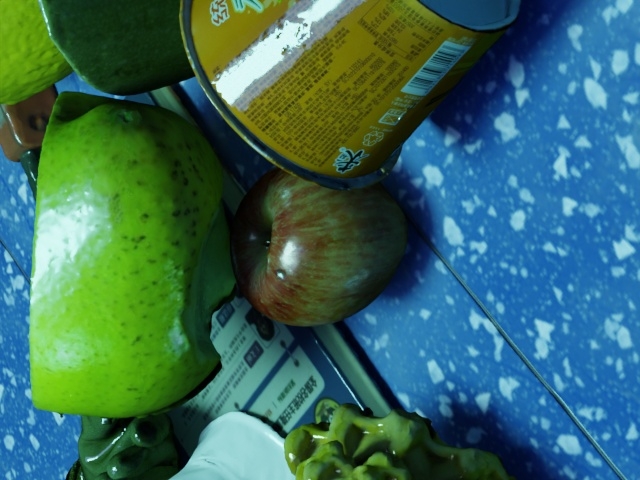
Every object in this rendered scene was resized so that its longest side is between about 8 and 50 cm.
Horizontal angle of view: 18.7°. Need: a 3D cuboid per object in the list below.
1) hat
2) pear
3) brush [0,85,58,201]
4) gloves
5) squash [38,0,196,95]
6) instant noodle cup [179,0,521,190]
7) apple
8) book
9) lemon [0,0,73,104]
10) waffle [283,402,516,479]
[{"bbox_3d":[-0.098,0.271,1.810,0.203,0.126,0.203,21,119,43],"label":"hat"},{"bbox_3d":[-0.156,-0.015,1.664,0.159,0.292,0.292,3,112,3],"label":"pear"},{"bbox_3d":[-0.326,-0.187,2.005,0.051,0.070,0.323,-27,80,48],"label":"brush"},{"bbox_3d":[-0.193,0.220,1.922,0.135,0.107,0.268,59,163,5],"label":"gloves"},{"bbox_3d":[-0.189,-0.215,1.692,0.189,0.260,0.189,21,120,40],"label":"squash"},{"bbox_3d":[0.031,-0.182,1.501,0.182,0.230,0.230,-40,73,38],"label":"instant noodle cup"},{"bbox_3d":[0.000,0.000,1.660,0.146,0.131,0.146,4,95,55],"label":"apple"},{"bbox_3d":[-0.110,0.088,1.879,0.428,0.039,0.300,55,138,18],"label":"book"},{"bbox_3d":[-0.324,-0.263,1.819,0.268,0.268,0.322,20,142,43],"label":"lemon"},{"bbox_3d":[0.059,0.300,1.646,0.261,0.151,0.324,23,127,10],"label":"waffle"}]
